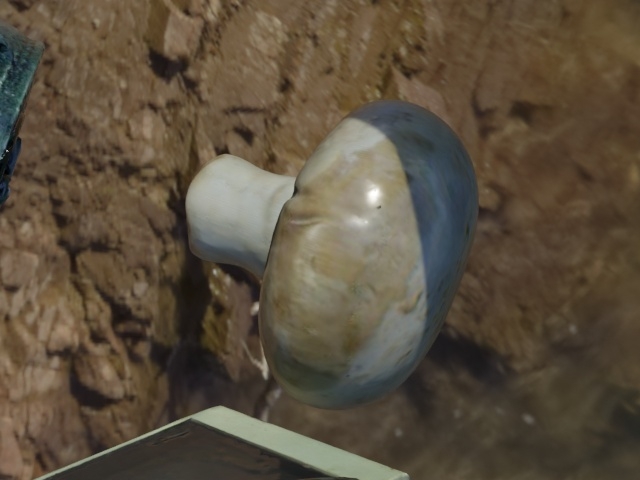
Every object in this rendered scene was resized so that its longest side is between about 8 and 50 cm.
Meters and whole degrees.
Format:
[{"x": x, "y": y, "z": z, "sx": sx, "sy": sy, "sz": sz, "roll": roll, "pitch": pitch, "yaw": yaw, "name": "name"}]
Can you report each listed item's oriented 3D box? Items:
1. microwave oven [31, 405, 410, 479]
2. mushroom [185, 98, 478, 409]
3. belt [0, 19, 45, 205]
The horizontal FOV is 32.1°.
[{"x": -0.138, "y": 0.319, "z": 0.718, "sx": 0.394, "sy": 0.247, "sz": 0.333, "roll": -18, "pitch": 103, "yaw": -40, "name": "microwave oven"}, {"x": 0.000, "y": 0.000, "z": 0.858, "sx": 0.243, "sy": 0.243, "sz": 0.243, "roll": -3, "pitch": 108, "yaw": -8, "name": "mushroom"}, {"x": -0.211, "y": 0.007, "z": 0.498, "sx": 0.116, "sy": 0.206, "sz": 0.267, "roll": 22, "pitch": 132, "yaw": -16, "name": "belt"}]
